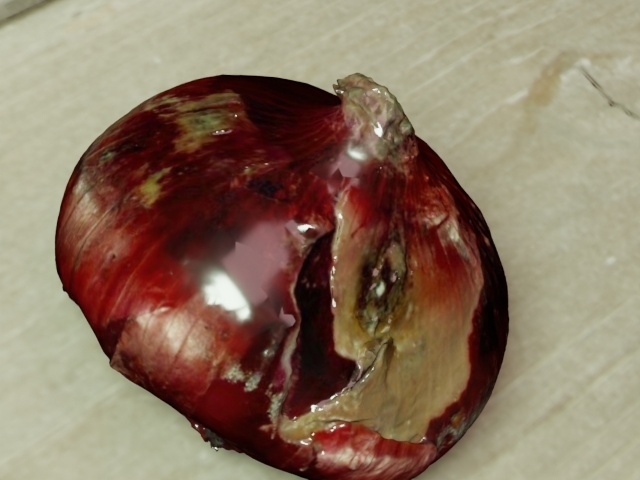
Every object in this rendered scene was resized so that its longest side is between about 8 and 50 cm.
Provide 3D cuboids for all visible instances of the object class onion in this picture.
[{"bbox_3d":[0.000,0.000,1.022,0.272,0.195,0.272,18,43,-18],"label":"onion"}]
